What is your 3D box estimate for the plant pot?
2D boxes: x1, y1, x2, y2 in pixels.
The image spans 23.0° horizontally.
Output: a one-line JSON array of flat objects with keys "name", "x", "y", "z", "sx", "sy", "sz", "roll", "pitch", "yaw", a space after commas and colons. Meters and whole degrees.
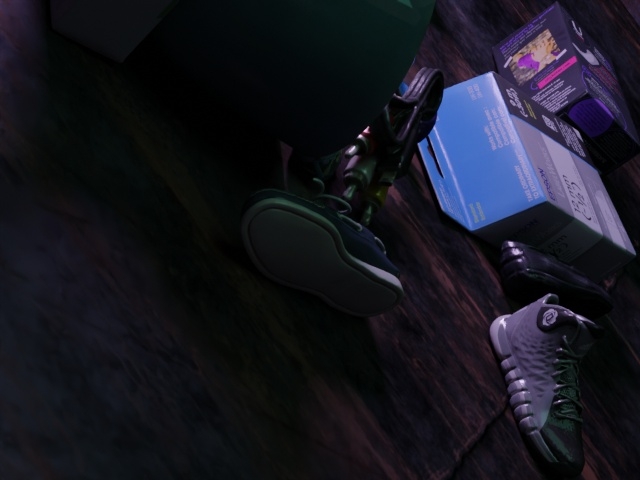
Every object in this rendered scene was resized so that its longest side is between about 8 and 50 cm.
[{"name": "plant pot", "x": -0.051, "y": -0.266, "z": 1.673, "sx": 0.235, "sy": 0.293, "sz": 0.293, "roll": 23, "pitch": 37, "yaw": -27}]

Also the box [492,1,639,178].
[{"name": "box", "x": 0.397, "y": -0.231, "z": 2.547, "sx": 0.165, "sy": 0.143, "sz": 0.270, "roll": 40, "pitch": 27, "yaw": -30}]

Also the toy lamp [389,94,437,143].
[{"name": "toy lamp", "x": 0.035, "y": -0.213, "z": 1.983, "sx": 0.275, "sy": 0.080, "sz": 0.080, "roll": 37, "pitch": 30, "yaw": -37}]

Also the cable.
[{"name": "cable", "x": 0.085, "y": -0.149, "z": 1.895, "sx": 0.287, "sy": 0.072, "sz": 0.139, "roll": -67, "pitch": 153, "yaw": -50}]

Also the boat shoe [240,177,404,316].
[{"name": "boat shoe", "x": 0.000, "y": 0.000, "z": 1.621, "sx": 0.254, "sy": 0.095, "sz": 0.079, "roll": 28, "pitch": 36, "yaw": -45}]

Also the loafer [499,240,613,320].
[{"name": "loafer", "x": 0.322, "y": 0.054, "z": 2.130, "sx": 0.223, "sy": 0.076, "sz": 0.078, "roll": 22, "pitch": 47, "yaw": -43}]

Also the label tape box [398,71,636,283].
[{"name": "label tape box", "x": 0.275, "y": -0.099, "z": 2.205, "sx": 0.348, "sy": 0.115, "sz": 0.249, "roll": 29, "pitch": 34, "yaw": -45}]

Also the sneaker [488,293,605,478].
[{"name": "sneaker", "x": 0.292, "y": 0.160, "z": 1.875, "sx": 0.086, "sy": 0.132, "sz": 0.228, "roll": 22, "pitch": 39, "yaw": -48}]

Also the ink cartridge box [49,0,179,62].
[{"name": "ink cartridge box", "x": -0.201, "y": -0.313, "z": 1.597, "sx": 0.093, "sy": 0.154, "sz": 0.212, "roll": 24, "pitch": 37, "yaw": -36}]

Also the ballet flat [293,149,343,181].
[{"name": "ballet flat", "x": 0.006, "y": -0.124, "z": 1.847, "sx": 0.070, "sy": 0.070, "sz": 0.188, "roll": 47, "pitch": 27, "yaw": -14}]
